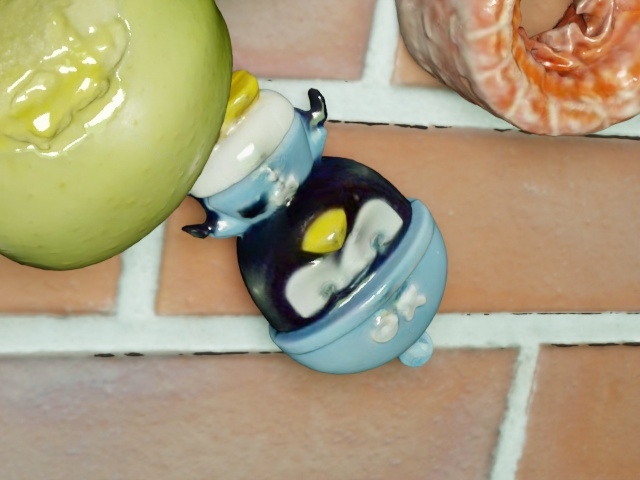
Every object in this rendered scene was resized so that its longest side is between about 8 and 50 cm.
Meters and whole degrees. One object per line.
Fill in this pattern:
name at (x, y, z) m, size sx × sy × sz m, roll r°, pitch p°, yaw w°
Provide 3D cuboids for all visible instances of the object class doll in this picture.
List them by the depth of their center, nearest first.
doll at (0.000, 0.000, 1.213) m, size 0.177 × 0.141 × 0.314 m, roll -45°, pitch 117°, yaw -6°

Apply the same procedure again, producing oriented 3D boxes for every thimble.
thimble at (0.198, -0.208, 1.200) m, size 0.239 × 0.162 × 0.239 m, roll -8°, pitch 114°, yaw -19°

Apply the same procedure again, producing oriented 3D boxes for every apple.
apple at (-0.193, -0.116, 1.015) m, size 0.279 × 0.279 × 0.279 m, roll -9°, pitch 114°, yaw -20°
